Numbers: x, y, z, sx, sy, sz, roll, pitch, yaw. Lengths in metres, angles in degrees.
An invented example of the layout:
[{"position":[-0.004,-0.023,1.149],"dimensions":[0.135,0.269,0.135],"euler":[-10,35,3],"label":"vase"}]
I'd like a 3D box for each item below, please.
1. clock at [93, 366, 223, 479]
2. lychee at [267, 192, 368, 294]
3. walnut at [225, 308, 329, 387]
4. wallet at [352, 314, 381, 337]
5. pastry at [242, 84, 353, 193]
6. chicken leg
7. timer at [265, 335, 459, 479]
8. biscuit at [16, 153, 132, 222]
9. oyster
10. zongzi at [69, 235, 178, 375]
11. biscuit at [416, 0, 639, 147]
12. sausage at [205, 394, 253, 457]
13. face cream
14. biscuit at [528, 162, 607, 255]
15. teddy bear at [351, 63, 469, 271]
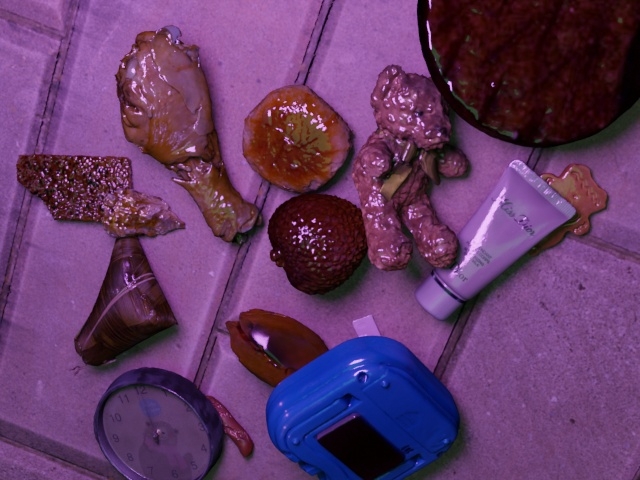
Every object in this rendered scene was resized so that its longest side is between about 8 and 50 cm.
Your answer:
[{"position":[-0.339,0.396,1.576],"dimensions":[0.280,0.055,0.280],"euler":[5,111,14],"label":"clock"},{"position":[-0.006,-0.001,1.372],"dimensions":[0.194,0.194,0.194],"euler":[2,106,8],"label":"lychee"},{"position":[-0.075,0.217,1.468],"dimensions":[0.245,0.137,0.137],"euler":[27,108,-6],"label":"walnut"},{"position":[0.097,0.188,1.495],"dimensions":[0.044,0.011,0.083],"euler":[-22,102,14],"label":"wallet"},{"position":[-0.046,-0.179,1.371],"dimensions":[0.192,0.093,0.182],"euler":[42,110,-5],"label":"pastry"},{"position":[-0.231,-0.171,1.379],"dimensions":[0.201,0.153,0.429],"euler":[-26,108,6],"label":"chicken leg"},{"position":[0.084,0.343,1.432],"dimensions":[0.309,0.115,0.340],"euler":[-34,124,14],"label":"timer"},{"position":[-0.483,-0.102,1.482],"dimensions":[0.237,0.026,0.131],"euler":[2,95,7],"label":"biscuit"},{"position":[-0.352,-0.043,1.462],"dimensions":[0.121,0.045,0.146],"euler":[-41,121,-1],"label":"oyster"},{"position":[-0.424,0.111,1.521],"dimensions":[0.248,0.111,0.241],"euler":[-32,72,25],"label":"zongzi"},{"position":[0.356,-0.355,1.232],"dimensions":[0.407,0.091,0.407],"euler":[0,96,-4],"label":"biscuit"},{"position":[-0.192,0.386,1.581],"dimensions":[0.042,0.036,0.158],"euler":[-34,98,28],"label":"sausage"},{"position":[0.300,0.013,1.378],"dimensions":[0.143,0.089,0.314],"euler":[44,105,10],"label":"face cream"},{"position":[0.422,-0.058,1.371],"dimensions":[0.184,0.027,0.133],"euler":[-25,102,14],"label":"biscuit"},{"position":[0.168,-0.120,1.295],"dimensions":[0.222,0.246,0.296],"euler":[-48,54,46],"label":"teddy bear"}]
